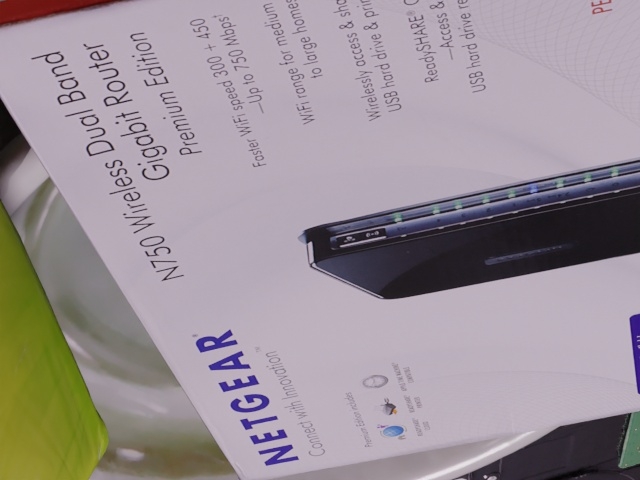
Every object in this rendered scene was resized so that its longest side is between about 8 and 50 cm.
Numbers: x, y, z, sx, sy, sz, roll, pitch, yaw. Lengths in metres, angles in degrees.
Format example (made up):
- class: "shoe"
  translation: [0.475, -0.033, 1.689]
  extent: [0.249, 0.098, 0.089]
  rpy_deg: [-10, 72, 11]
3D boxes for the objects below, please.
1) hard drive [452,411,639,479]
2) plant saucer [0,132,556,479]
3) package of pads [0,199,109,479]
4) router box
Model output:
- class: "hard drive"
  translation: [0.196, 0.153, 1.122]
  extent: [0.339, 0.064, 0.237]
  rpy_deg: [-15, 139, -12]
- class: "plant saucer"
  translation: [0.000, 0.000, 0.840]
  extent: [0.400, 0.100, 0.400]
  rpy_deg: [-10, 142, -8]
- class: "package of pads"
  translation: [-0.198, 0.023, 0.599]
  extent: [0.101, 0.229, 0.296]
  rpy_deg: [-12, 115, 22]
- class: "router box"
  translation: [0.072, -0.036, 0.622]
  extent: [0.301, 0.082, 0.335]
  rpy_deg: [-12, 147, 7]
